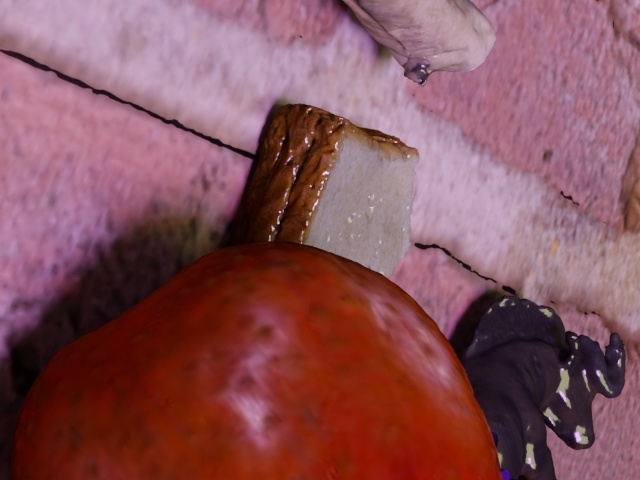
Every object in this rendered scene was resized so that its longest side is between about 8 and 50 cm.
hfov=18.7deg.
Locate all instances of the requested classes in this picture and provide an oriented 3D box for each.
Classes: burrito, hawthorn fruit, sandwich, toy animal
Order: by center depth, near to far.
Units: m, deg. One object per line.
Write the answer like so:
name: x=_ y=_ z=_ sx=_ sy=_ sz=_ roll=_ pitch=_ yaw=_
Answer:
hawthorn fruit: x=-0.012 y=0.105 z=0.686 sx=0.179 sy=0.200 sz=0.179 roll=-18 pitch=132 yaw=-20
burrito: x=0.017 y=-0.110 z=0.750 sx=0.041 sy=0.045 sz=0.185 roll=-34 pitch=151 yaw=11
sandwich: x=0.000 y=0.000 z=0.800 sx=0.093 sy=0.036 sz=0.105 roll=21 pitch=91 yaw=-59
toy animal: x=0.063 y=0.110 z=0.937 sx=0.233 sy=0.084 sz=0.148 roll=-19 pitch=109 yaw=-47

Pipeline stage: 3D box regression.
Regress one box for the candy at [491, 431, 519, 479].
candy: x=0.003 y=0.199 z=0.838 sx=0.275 sy=0.070 sz=0.145 roll=-48 pitch=133 yaw=3
